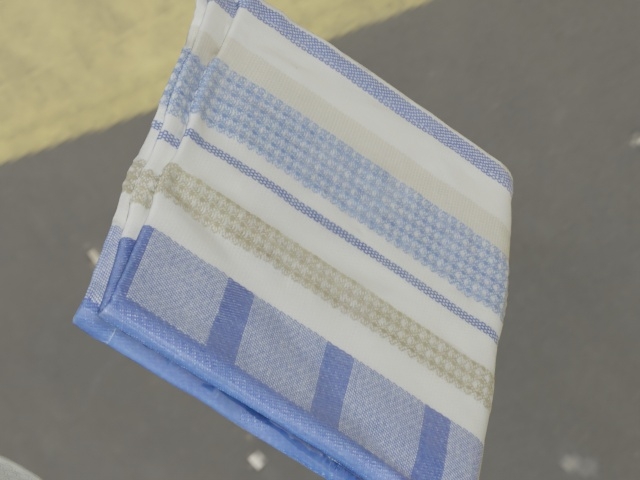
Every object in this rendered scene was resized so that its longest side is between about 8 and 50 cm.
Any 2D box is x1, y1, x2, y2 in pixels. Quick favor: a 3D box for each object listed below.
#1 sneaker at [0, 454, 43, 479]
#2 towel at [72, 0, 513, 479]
[{"bbox_3d":[-0.314,0.184,1.304,0.296,0.104,0.147,24,112,27],"label":"sneaker"},{"bbox_3d":[0.000,0.000,0.931,0.209,0.285,0.034,32,126,-14],"label":"towel"}]
